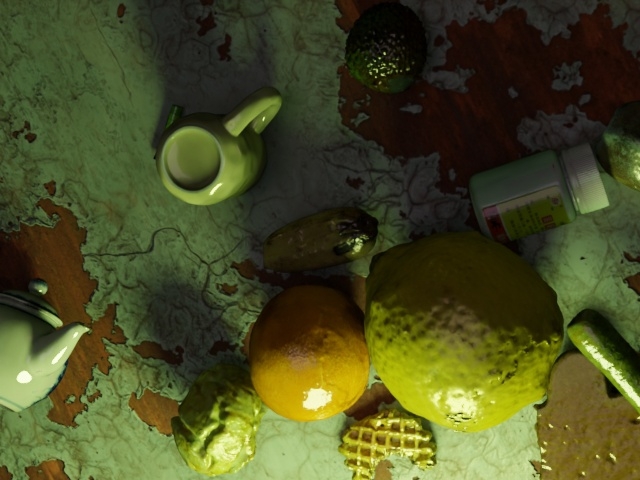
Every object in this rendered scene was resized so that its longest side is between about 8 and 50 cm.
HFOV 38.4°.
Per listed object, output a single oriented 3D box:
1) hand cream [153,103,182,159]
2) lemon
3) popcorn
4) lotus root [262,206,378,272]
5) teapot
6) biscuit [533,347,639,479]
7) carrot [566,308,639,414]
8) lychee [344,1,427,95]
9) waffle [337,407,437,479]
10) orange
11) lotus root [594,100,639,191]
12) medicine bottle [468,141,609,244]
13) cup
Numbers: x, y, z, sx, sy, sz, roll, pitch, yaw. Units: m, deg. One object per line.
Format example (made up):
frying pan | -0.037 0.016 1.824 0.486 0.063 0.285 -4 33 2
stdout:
hand cream | -0.310 -0.218 1.882 0.036 0.023 0.121 19 103 0
lemon | 0.240 0.150 1.624 0.387 0.350 0.349 37 105 22
popcorn | -0.200 0.357 1.836 0.184 0.204 0.221 19 83 -14
lotus root | 0.000 0.000 1.796 0.259 0.097 0.110 -13 87 23
teapot | -0.645 0.205 1.928 0.424 0.252 0.280 3 63 36
biscuit | 0.598 0.367 1.699 0.394 0.076 0.368 -8 91 13
carrot | 0.571 0.269 1.623 0.074 0.074 0.358 -41 86 16
lychee | 0.120 -0.359 1.691 0.171 0.171 0.171 2 98 14
waffle | 0.132 0.418 1.837 0.194 0.051 0.149 -29 88 16
orange | -0.021 0.211 1.744 0.261 0.261 0.261 2 98 14
lotus root | 0.641 -0.134 1.587 0.322 0.140 0.158 22 102 8
medicine bottle | 0.391 -0.085 1.657 0.226 0.139 0.139 -19 92 16
cup | -0.172 -0.172 1.759 0.255 0.202 0.173 -20 92 16
